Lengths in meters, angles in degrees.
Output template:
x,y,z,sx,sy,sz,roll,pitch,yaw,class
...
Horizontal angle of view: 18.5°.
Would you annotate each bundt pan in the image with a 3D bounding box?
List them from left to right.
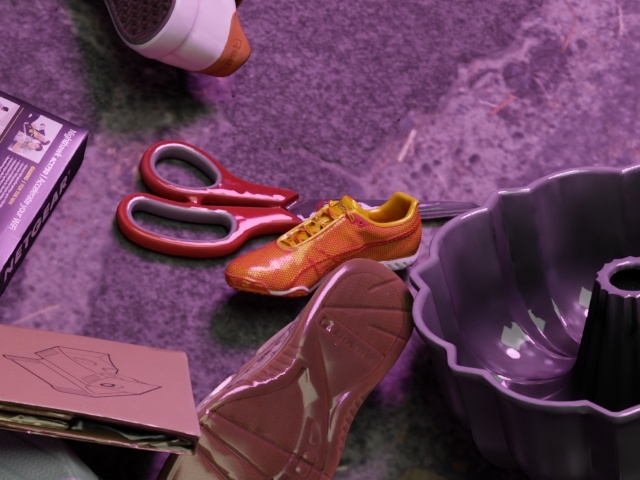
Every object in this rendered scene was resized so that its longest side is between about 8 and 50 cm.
x,y,z,sx,sy,sz,roll,pitch,yaw,class
0.234,0.076,1.456,0.331,0.124,0.331,-6,32,4,bundt pan

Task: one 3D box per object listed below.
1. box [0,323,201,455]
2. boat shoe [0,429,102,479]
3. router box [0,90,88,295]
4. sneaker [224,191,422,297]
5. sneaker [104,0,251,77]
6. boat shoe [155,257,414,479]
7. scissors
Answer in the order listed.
x,y,z,sx,sy,sz,roll,pitch,yaw,class
-0.169,0.100,1.372,0.164,0.021,0.201,9,10,-8,box
-0.172,0.219,1.313,0.121,0.119,0.335,-42,53,-21,boat shoe
-0.276,-0.039,1.511,0.133,0.046,0.179,25,53,3,router box
0.000,0.000,1.533,0.175,0.067,0.064,-18,28,-31,sneaker
-0.138,-0.239,1.680,0.123,0.106,0.290,25,33,-42,sneaker
-0.031,0.134,1.435,0.104,0.089,0.285,44,58,-2,boat shoe
-0.014,-0.014,1.581,0.297,0.021,0.109,12,51,-7,scissors
